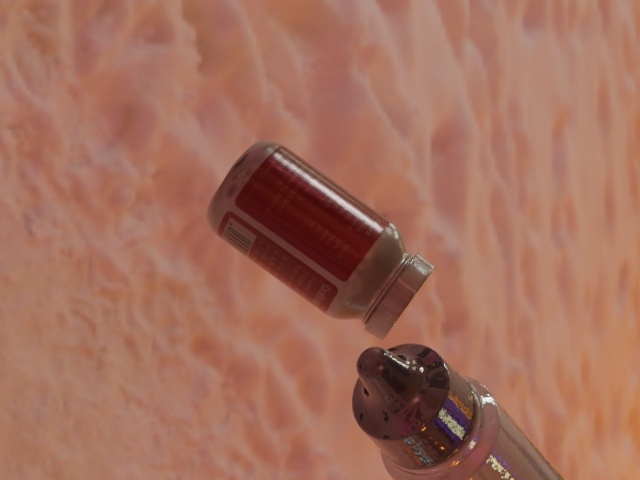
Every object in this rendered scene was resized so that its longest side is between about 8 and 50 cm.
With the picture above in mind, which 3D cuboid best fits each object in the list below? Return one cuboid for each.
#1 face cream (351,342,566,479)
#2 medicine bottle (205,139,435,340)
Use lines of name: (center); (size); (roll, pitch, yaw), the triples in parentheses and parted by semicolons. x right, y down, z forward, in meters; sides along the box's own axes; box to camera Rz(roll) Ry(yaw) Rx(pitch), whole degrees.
face cream: (0.104, 0.156, 0.904); (0.311, 0.092, 0.092); (47, 50, -44)
medicine bottle: (0.000, 0.000, 1.473); (0.131, 0.250, 0.131); (-54, 175, -7)
